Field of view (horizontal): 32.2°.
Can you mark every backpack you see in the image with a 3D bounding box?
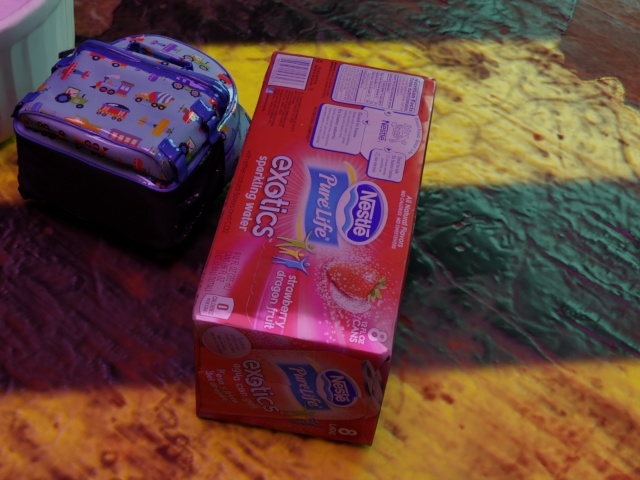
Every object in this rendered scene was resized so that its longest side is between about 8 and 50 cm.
[{"bbox_3d":[-0.132,-0.093,0.858,0.158,0.117,0.173,24,50,13],"label":"backpack"}]

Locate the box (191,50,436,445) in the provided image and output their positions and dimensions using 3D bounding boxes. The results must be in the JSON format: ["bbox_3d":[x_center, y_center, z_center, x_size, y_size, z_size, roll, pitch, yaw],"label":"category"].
[{"bbox_3d":[0.000,0.000,0.786,0.128,0.122,0.257,10,51,4],"label":"box"}]

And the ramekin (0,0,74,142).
[{"bbox_3d":[-0.333,-0.191,0.907,0.277,0.135,0.277,2,52,-3],"label":"ramekin"}]
